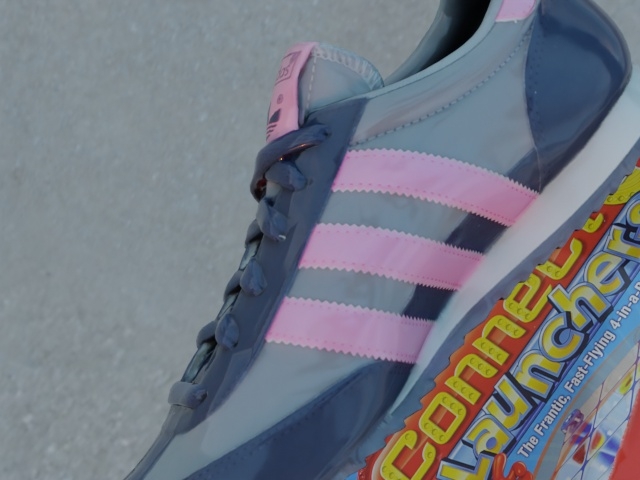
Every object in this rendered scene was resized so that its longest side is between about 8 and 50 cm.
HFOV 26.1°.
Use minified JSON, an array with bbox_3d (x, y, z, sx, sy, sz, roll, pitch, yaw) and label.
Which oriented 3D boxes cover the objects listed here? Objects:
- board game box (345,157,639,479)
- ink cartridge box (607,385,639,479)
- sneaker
[{"bbox_3d":[0.196,0.106,0.732,0.086,0.302,0.308,35,89,-44],"label":"board game box"},{"bbox_3d":[0.149,0.152,0.319,0.232,0.066,0.189,23,84,-28],"label":"ink cartridge box"},{"bbox_3d":[0.000,0.000,0.550,0.131,0.112,0.319,49,67,-12],"label":"sneaker"}]
